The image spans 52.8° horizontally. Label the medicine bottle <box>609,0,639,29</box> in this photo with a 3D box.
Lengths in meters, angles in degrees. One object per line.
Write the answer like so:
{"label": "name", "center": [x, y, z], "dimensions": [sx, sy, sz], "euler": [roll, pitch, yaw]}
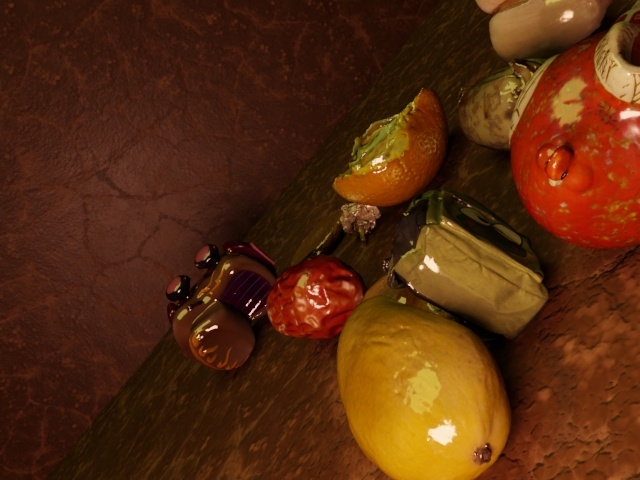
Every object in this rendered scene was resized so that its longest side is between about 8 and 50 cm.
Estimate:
{"label": "medicine bottle", "center": [0.434, -0.226, 0.882], "dimensions": [0.250, 0.131, 0.131], "euler": [-54, 15, -18]}

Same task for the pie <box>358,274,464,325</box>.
{"label": "pie", "center": [0.134, 0.129, 1.011], "dimensions": [0.273, 0.069, 0.273], "euler": [-42, 25, 25]}

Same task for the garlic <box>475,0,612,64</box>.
{"label": "garlic", "center": [0.448, -0.510, 1.361], "dimensions": [0.313, 0.249, 0.286], "euler": [-89, -3, -71]}

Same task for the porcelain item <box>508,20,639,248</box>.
{"label": "porcelain item", "center": [0.307, -0.105, 0.697], "dimensions": [0.253, 0.253, 0.253], "euler": [-46, 14, 15]}

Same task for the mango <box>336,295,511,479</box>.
{"label": "mango", "center": [0.104, 0.180, 0.787], "dimensions": [0.195, 0.142, 0.331], "euler": [-71, 20, -2]}

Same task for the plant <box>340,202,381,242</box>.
{"label": "plant", "center": [0.102, -0.037, 1.580], "dimensions": [0.117, 0.104, 0.122], "euler": [82, -179, -61]}

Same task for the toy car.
{"label": "toy car", "center": [-0.244, 0.180, 1.724], "dimensions": [0.341, 0.271, 0.240], "euler": [-50, 32, -1]}

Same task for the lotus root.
{"label": "lotus root", "center": [0.346, -0.248, 1.175], "dimensions": [0.173, 0.173, 0.309], "euler": [-50, 14, -2]}

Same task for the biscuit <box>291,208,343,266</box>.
{"label": "biscuit", "center": [0.000, 0.000, 1.813], "dimensions": [0.226, 0.042, 0.226], "euler": [-47, 13, 14]}

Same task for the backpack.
{"label": "backpack", "center": [0.192, 0.021, 0.870], "dimensions": [0.140, 0.207, 0.253], "euler": [-58, 3, 22]}

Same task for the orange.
{"label": "orange", "center": [0.172, -0.203, 1.505], "dimensions": [0.262, 0.196, 0.335], "euler": [-18, 36, 39]}

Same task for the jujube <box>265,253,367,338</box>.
{"label": "jujube", "center": [-0.011, 0.119, 1.283], "dimensions": [0.250, 0.174, 0.174], "euler": [-33, 21, 57]}
